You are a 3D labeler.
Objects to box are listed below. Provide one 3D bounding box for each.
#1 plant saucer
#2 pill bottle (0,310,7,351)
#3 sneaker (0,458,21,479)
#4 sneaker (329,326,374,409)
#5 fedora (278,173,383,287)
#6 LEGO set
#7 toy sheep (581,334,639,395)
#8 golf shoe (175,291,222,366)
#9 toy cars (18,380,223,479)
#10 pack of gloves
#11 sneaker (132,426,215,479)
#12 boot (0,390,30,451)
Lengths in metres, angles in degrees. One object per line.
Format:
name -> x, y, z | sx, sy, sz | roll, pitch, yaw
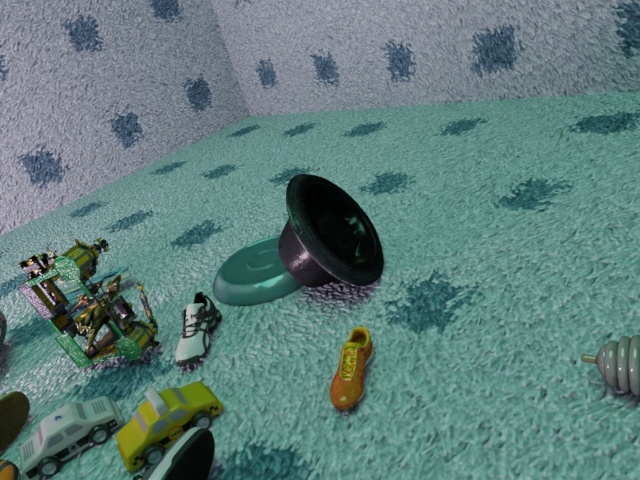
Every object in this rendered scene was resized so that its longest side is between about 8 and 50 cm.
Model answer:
plant saucer -> -0.141, 0.063, 1.367 | 0.317, 0.044, 0.317 | -15, 25, 7
pill bottle -> -0.889, 0.275, 1.286 | 0.161, 0.161, 0.283 | -25, 26, -15
sneaker -> -0.594, 0.429, 0.763 | 0.124, 0.180, 0.321 | -11, 26, 14
sneaker -> 0.049, 0.219, 0.900 | 0.064, 0.067, 0.175 | -7, 29, 19
fedora -> 0.000, 0.000, 1.214 | 0.152, 0.334, 0.334 | -41, 15, 27
LEGO set -> -0.508, 0.126, 1.203 | 0.255, 0.331, 0.192 | -29, 17, 27
toy sheep -> 0.438, 0.173, 0.721 | 0.132, 0.091, 0.091 | -6, 27, 35
golf shoe -> -0.283, 0.192, 1.140 | 0.077, 0.094, 0.198 | -12, 27, 10
toy cars -> -0.375, 0.327, 0.933 | 0.393, 0.087, 0.176 | -12, 26, 12
pack of gloves -> -0.688, 0.149, 1.571 | 0.232, 0.046, 0.195 | -23, 14, -17
sneaker -> -0.295, 0.383, 0.741 | 0.178, 0.124, 0.295 | 6, 35, 24
boot -> -0.730, 0.402, 1.013 | 0.203, 0.095, 0.262 | -7, 32, 25
